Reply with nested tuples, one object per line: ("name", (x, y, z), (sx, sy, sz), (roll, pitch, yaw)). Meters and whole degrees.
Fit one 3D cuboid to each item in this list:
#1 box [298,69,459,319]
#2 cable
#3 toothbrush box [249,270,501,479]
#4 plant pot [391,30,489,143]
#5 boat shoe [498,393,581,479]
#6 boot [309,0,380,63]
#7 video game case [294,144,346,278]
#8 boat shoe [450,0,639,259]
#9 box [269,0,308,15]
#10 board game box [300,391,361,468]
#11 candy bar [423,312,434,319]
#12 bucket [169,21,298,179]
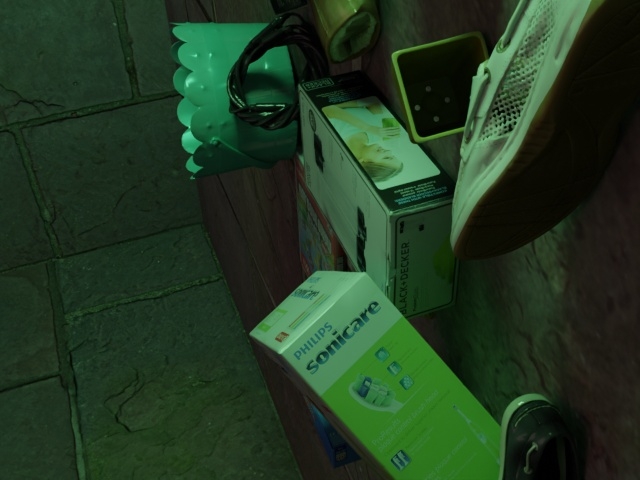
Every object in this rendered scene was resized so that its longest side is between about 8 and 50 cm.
("box", (0.064, -0.060, 0.936), (0.290, 0.087, 0.169), (-119, 19, -47))
("cable", (-0.068, -0.242, 1.184), (0.151, 0.184, 0.047), (61, -153, 10))
("toothbrush box", (0.070, 0.173, 0.854), (0.283, 0.122, 0.206), (50, 169, -8))
("plant pot", (0.107, -0.130, 0.708), (0.083, 0.081, 0.081), (158, 97, -87))
("boat shoe", (0.205, 0.247, 0.723), (0.065, 0.075, 0.206), (-134, 36, -70))
("boot", (0.006, -0.364, 0.864), (0.236, 0.089, 0.270), (78, 176, -81))
("video game case", (0.000, 0.000, 1.396), (0.204, 0.025, 0.285), (-118, 18, -44))
("boat shoe", (0.149, -0.093, 0.549), (0.277, 0.098, 0.096), (108, 146, -50))
("box", (-0.082, -0.436, 1.022), (0.220, 0.051, 0.175), (65, -171, -52))
("board game box", (0.055, 0.200, 1.099), (0.210, 0.160, 0.047), (-119, 19, -47))
("candy bar", (0.108, 0.047, 1.019), (0.161, 0.018, 0.040), (-125, 20, -54))
("bucket", (-0.154, -0.247, 1.363), (0.281, 0.183, 0.281), (172, 90, -78))
